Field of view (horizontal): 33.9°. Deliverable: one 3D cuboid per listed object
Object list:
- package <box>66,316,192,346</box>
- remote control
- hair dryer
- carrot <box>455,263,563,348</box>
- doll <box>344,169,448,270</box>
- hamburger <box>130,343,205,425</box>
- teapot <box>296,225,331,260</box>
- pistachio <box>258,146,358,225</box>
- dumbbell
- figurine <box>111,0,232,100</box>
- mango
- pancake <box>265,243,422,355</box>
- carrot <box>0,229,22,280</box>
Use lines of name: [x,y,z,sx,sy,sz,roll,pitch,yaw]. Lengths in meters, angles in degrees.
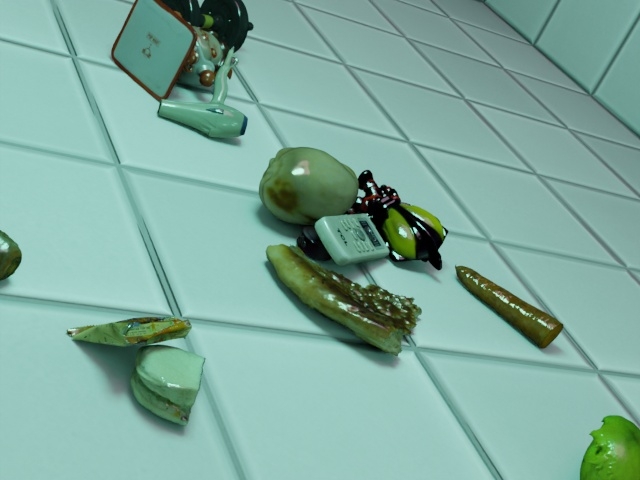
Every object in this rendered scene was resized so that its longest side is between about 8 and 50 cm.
package: [-0.232,0.110,1.286,0.121,0.031,0.108,-1,3,40]
remote control: [0.054,-0.003,1.757,0.087,0.029,0.190,59,24,12]
hair dryer: [-0.226,-0.286,1.978,0.167,0.067,0.199,-1,67,-19]
carrot: [0.319,0.107,1.848,0.224,0.057,0.057,36,27,25]
doll: [0.132,-0.034,1.891,0.248,0.127,0.088,47,-2,32]
hamburger: [-0.185,0.163,1.257,0.084,0.054,0.121,19,24,-5]
teapot: [0.000,0.000,1.743,0.100,0.045,0.068,0,38,-42]
pistachio: [-0.019,-0.089,1.798,0.215,0.144,0.144,3,34,-51]
dumbbell: [-0.265,-0.476,2.273,0.325,0.143,0.143,-6,41,-49]
figurine: [-0.260,-0.371,2.097,0.183,0.160,0.226,42,21,27]
mango: [0.419,0.310,1.472,0.100,0.119,0.178,13,24,15]
pancake: [0.063,0.083,1.634,0.244,0.057,0.266,1,34,-44]
carrot: [-0.527,-0.049,1.311,0.342,0.070,0.070,27,25,3]
